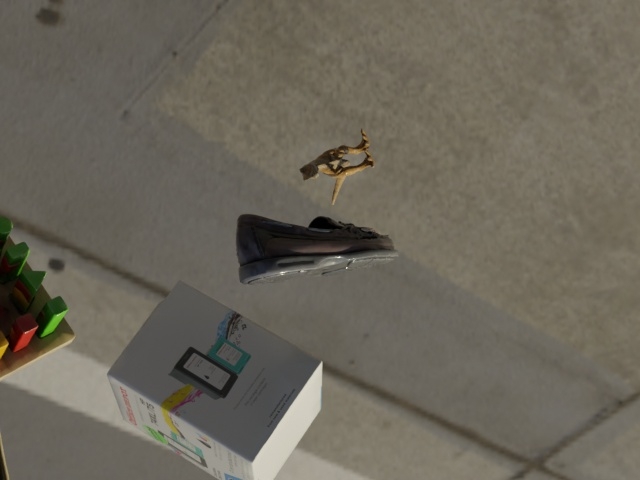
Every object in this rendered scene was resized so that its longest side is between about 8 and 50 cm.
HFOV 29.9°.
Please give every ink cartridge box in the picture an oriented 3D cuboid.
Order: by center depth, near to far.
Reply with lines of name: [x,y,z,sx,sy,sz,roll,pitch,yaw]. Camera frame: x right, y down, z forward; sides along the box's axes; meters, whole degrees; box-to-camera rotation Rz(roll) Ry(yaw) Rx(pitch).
ink cartridge box: [-0.161,0.237,1.885,0.270,0.197,0.198,28,154,15]

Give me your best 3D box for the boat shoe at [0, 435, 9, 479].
boat shoe: [-0.535,0.409,1.873,0.104,0.285,0.089,-1,164,-44]

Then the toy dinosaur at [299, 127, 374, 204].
toy dinosaur: [0.025,-0.111,1.749,0.112,0.064,0.211,-23,169,16]

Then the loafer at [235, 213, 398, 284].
loafer: [0.000,0.000,1.679,0.109,0.095,0.302,-20,171,40]

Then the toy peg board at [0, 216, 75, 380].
toy peg board: [-0.359,0.062,1.262,0.160,0.161,0.079,-29,169,-37]
